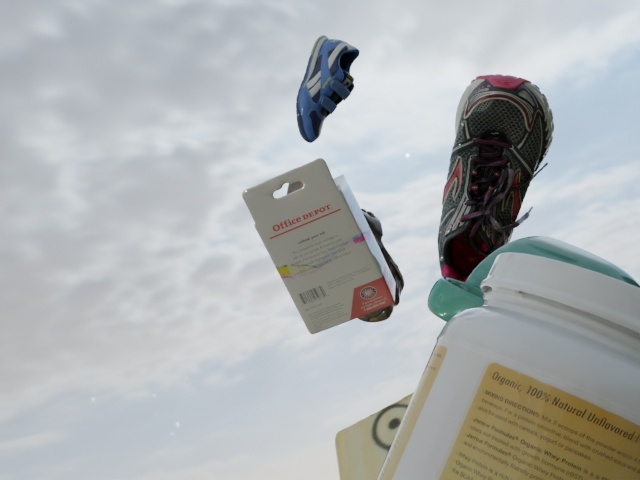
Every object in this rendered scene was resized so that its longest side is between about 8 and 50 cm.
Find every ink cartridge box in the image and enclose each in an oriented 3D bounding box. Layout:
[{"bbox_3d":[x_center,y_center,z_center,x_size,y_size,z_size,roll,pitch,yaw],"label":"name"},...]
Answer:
[{"bbox_3d":[0.000,0.000,0.969,0.115,0.198,0.067,-22,17,14],"label":"ink cartridge box"}]

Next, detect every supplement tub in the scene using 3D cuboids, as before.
[{"bbox_3d":[0.106,0.121,0.400,0.144,0.200,0.144,24,-6,3],"label":"supplement tub"}]

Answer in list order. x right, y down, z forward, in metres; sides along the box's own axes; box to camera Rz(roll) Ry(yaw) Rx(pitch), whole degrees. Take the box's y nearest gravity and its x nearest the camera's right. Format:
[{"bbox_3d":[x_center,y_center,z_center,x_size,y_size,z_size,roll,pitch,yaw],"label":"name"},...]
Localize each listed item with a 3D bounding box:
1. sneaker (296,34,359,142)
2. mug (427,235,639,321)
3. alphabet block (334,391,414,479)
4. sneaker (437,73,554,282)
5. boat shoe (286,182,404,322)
[{"bbox_3d":[0.009,-0.196,1.043,0.059,0.144,0.053,13,-4,21],"label":"sneaker"},{"bbox_3d":[0.162,0.074,0.574,0.157,0.129,0.097,-17,24,-20],"label":"mug"},{"bbox_3d":[0.141,0.242,0.663,0.192,0.193,0.197,-28,24,10],"label":"alphabet block"},{"bbox_3d":[0.212,-0.064,0.996,0.120,0.112,0.299,13,-49,15],"label":"sneaker"},{"bbox_3d":[0.055,-0.001,1.652,0.132,0.355,0.130,-14,21,44],"label":"boat shoe"}]
